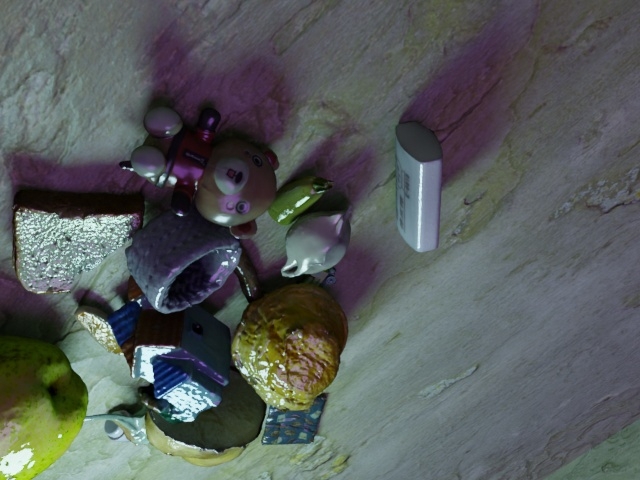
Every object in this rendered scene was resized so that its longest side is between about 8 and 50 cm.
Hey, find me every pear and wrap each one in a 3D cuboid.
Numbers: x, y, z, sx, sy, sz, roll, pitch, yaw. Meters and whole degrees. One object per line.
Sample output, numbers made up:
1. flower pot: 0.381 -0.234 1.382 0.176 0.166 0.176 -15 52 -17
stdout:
1. pear: -0.771 0.413 1.646 0.391 0.391 0.391 -8 131 -9

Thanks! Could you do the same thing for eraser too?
1. eraser: 0.232 -0.127 1.589 0.095 0.174 0.270 -13 132 -6

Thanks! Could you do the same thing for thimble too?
1. thimble: -0.315 0.035 1.534 0.245 0.157 0.217 -38 156 -10

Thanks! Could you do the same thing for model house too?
1. model house: -0.411 0.248 1.654 0.252 0.295 0.329 -28 125 14

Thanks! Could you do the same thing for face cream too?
1. face cream: -0.592 0.561 2.002 0.091 0.091 0.095 -33 139 13

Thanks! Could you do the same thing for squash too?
1. squash: -0.039 -0.113 1.594 0.090 0.075 0.200 41 133 -19

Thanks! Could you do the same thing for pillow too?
1. pillow: -0.092 0.604 2.217 0.189 0.034 0.255 1 129 -17

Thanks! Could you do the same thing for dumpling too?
1. dumpling: 0.000 0.000 1.663 0.147 0.193 0.258 45 104 8

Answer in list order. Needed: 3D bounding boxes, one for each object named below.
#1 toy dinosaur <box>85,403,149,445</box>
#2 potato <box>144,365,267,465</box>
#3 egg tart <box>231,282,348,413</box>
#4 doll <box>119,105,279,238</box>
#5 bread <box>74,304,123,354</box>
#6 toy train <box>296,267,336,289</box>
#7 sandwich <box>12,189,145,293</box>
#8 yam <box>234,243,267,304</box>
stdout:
1. toy dinosaur: -0.519 0.512 1.918 0.393 0.092 0.205 5 119 -60
2. potato: -0.341 0.560 1.913 0.397 0.290 0.296 -26 150 -55
3. egg tart: -0.071 0.289 1.771 0.339 0.153 0.351 32 93 -25
4. doll: -0.251 -0.148 1.437 0.330 0.235 0.174 24 163 -23
5. bread: -0.568 0.230 1.749 0.073 0.053 0.214 -19 135 6
6. toy train: -0.010 0.111 1.809 0.081 0.050 0.122 25 120 -27
7. sandwich: -0.554 0.005 1.528 0.288 0.099 0.254 0 123 -17
8. yam: -0.189 0.099 1.740 0.061 0.061 0.253 -20 132 1
